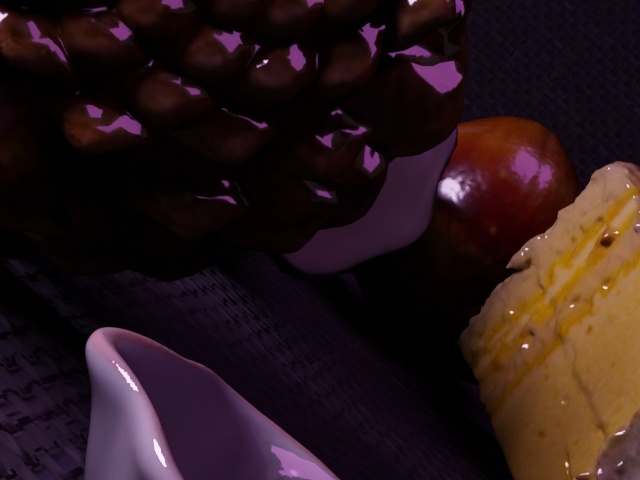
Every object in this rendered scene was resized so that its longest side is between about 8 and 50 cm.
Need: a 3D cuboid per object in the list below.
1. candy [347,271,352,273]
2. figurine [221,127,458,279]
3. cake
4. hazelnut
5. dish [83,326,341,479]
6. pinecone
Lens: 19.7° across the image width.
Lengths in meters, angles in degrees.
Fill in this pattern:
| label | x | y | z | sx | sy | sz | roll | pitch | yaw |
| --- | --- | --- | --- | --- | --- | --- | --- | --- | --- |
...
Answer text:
| label | x | y | z | sx | sy | sz | roll | pitch | yaw |
| --- | --- | --- | --- | --- | --- | --- | --- | --- | --- |
| candy | 0.000 | 0.000 | 1.662 | 0.175 | 0.045 | 0.043 | 28 | 44 | -52 |
| figurine | -0.068 | -0.113 | 1.377 | 0.324 | 0.231 | 0.340 | 6 | 18 | -30 |
| cake | 0.281 | 0.125 | 1.437 | 0.227 | 0.222 | 0.286 | 19 | 33 | -32 |
| hazelnut | 0.137 | 0.006 | 1.634 | 0.217 | 0.217 | 0.251 | 49 | -23 | 47 |
| dish | -0.019 | 0.135 | 0.649 | 0.229 | 0.081 | 0.229 | 43 | 4 | -4 |
| pinecone | -0.101 | -0.143 | 0.969 | 0.384 | 0.384 | 0.384 | 40 | 7 | -6 |
